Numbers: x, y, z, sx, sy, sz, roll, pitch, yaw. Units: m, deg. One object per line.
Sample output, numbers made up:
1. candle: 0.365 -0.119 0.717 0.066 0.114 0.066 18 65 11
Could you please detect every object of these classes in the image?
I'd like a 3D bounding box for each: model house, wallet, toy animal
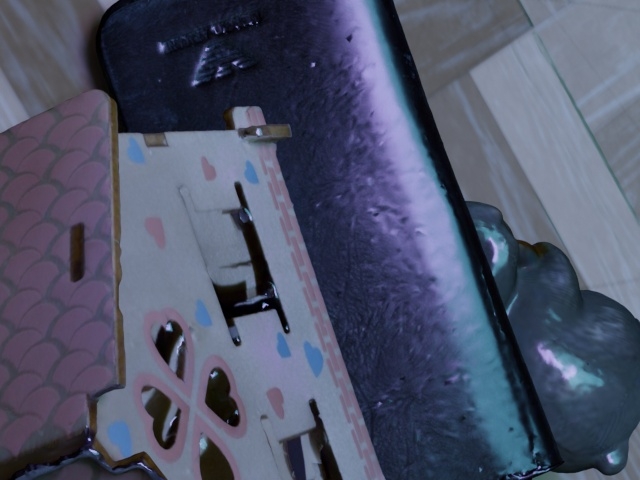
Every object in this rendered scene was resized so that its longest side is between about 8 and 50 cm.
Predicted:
1. model house: -0.084 0.102 0.778 0.244 0.169 0.326 -7 77 -69
2. wallet: 0.000 0.000 0.984 0.172 0.045 0.318 -19 89 -7
3. toy animal: 0.093 0.039 1.054 0.236 0.108 0.138 38 22 -30
